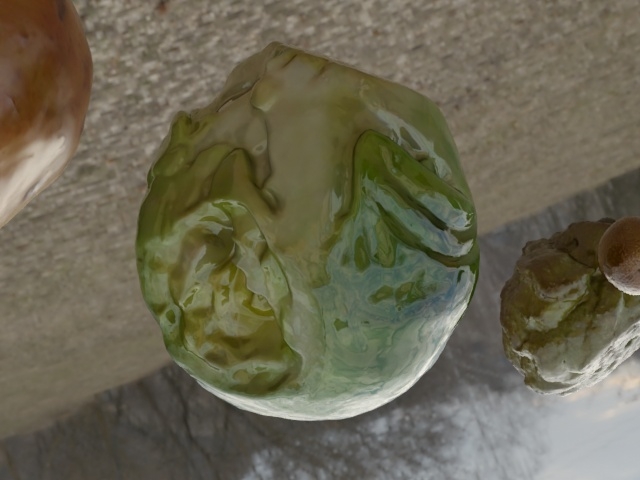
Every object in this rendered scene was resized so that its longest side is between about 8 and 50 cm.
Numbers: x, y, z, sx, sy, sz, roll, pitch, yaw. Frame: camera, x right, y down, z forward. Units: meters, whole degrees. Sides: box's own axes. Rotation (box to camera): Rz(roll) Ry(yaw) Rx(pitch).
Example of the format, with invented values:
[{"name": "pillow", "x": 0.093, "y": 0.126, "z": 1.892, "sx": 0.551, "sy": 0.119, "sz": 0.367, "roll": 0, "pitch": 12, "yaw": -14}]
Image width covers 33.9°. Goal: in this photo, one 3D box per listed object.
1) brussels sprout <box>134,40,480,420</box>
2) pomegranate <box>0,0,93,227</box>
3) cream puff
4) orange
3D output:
[{"name": "brussels sprout", "x": 0.000, "y": 0.000, "z": 0.951, "sx": 0.344, "sy": 0.344, "sz": 0.268, "roll": -14, "pitch": -158, "yaw": -34}, {"name": "pomegranate", "x": -0.407, "y": -0.145, "z": 0.942, "sx": 0.410, "sy": 0.410, "sz": 0.410, "roll": -19, "pitch": 171, "yaw": -3}, {"name": "cream puff", "x": 0.328, "y": 0.081, "z": 1.308, "sx": 0.244, "sy": 0.196, "sz": 0.244, "roll": -36, "pitch": -178, "yaw": 2}, {"name": "orange", "x": 0.314, "y": 0.014, "z": 1.045, "sx": 0.085, "sy": 0.085, "sz": 0.085, "roll": -19, "pitch": 171, "yaw": -3}]
